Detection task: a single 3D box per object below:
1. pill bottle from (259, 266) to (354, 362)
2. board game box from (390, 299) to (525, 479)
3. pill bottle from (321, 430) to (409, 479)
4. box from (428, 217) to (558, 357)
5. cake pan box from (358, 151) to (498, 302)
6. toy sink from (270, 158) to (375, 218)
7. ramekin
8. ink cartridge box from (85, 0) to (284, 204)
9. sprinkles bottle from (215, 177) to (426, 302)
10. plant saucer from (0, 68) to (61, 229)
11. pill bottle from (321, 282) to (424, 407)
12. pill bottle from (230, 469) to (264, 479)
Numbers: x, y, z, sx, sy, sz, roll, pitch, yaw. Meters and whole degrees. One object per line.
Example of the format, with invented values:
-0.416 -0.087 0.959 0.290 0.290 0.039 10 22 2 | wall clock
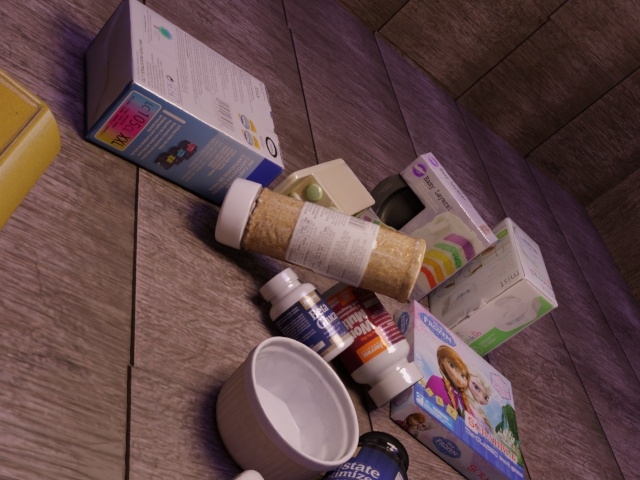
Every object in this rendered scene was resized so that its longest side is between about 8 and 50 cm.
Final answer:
-0.028 0.133 1.375 0.169 0.094 0.094 52 26 5 | pill bottle
0.277 0.320 1.628 0.319 0.066 0.318 40 28 -18 | board game box
0.058 0.372 1.163 0.123 0.123 0.219 49 26 0 | pill bottle
0.383 0.116 1.840 0.127 0.262 0.231 37 28 -24 | box
0.224 -0.029 1.805 0.266 0.246 0.070 55 26 9 | cake pan box
-0.016 -0.055 1.575 0.131 0.153 0.234 53 26 6 | toy sink
-0.054 0.255 1.160 0.207 0.109 0.207 36 30 -24 | ramekin
-0.226 -0.230 1.484 0.396 0.151 0.270 26 35 -36 | ink cartridge box
0.000 0.000 1.397 0.356 0.121 0.121 18 29 2 | sprinkles bottle
-0.513 -0.178 1.056 0.333 0.081 0.332 39 27 -20 | plant saucer
0.085 0.182 1.453 0.221 0.121 0.121 56 27 14 | pill bottle
-0.060 0.412 0.886 0.278 0.162 0.162 54 27 8 | pill bottle
